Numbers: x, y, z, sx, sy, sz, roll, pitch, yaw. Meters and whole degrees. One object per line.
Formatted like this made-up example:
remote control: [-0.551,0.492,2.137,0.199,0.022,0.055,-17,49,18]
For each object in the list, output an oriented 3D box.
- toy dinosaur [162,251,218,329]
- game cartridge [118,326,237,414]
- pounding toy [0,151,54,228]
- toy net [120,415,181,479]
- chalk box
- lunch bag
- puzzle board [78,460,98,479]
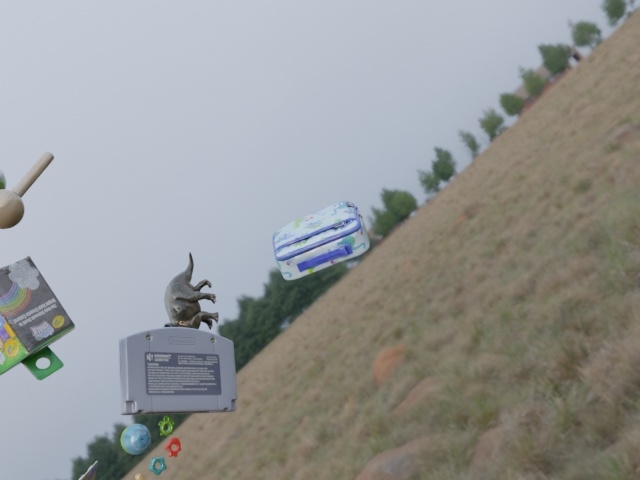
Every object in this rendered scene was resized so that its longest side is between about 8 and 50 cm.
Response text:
toy dinosaur: [-0.386,0.184,2.218,0.160,0.313,0.121,-1,-5,-23]
game cartridge: [-0.329,0.302,1.785,0.297,0.198,0.062,10,-28,-41]
pounding toy: [-0.493,-0.023,1.090,0.237,0.110,0.183,-12,26,11]
toy net: [-0.370,0.524,1.746,0.122,0.232,0.045,-10,-5,-38]
chalk box: [-0.563,0.162,1.426,0.132,0.213,0.132,-30,3,29]
lunch bag: [0.000,0.000,1.765,0.219,0.090,0.176,-21,25,8]
puzzle board: [-0.593,0.620,1.916,0.128,0.011,0.096,-57,-19,-76]
